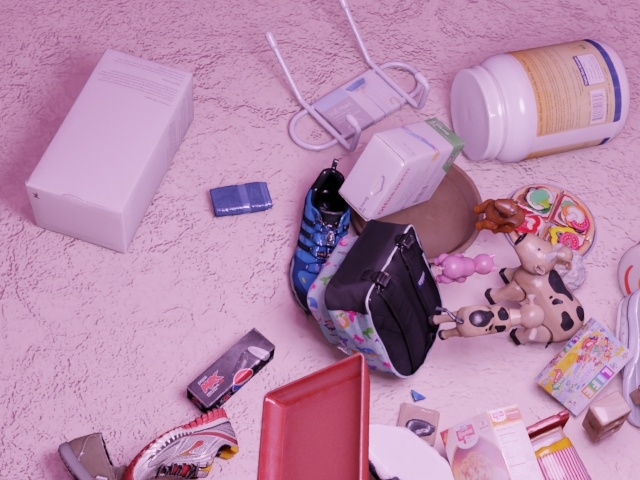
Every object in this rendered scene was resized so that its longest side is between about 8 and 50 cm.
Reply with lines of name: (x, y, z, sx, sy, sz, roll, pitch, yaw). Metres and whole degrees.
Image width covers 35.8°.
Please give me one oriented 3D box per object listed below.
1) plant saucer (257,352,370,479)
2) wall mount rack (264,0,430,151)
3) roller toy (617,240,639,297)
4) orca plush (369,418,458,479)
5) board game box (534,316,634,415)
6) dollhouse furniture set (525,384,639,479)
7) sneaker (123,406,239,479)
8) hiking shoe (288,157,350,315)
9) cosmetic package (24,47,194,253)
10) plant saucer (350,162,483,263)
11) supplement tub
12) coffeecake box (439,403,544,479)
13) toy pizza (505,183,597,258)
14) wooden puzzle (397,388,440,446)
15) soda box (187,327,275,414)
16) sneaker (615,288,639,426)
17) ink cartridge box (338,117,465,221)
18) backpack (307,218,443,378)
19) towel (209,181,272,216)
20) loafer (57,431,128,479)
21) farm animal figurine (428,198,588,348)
plant saucer: (-0.005, 0.343, 1.634, 0.048, 0.259, 0.258, 26, 51, -33)
wall mount rack: (0.054, -0.355, 2.111, 0.350, 0.130, 0.304, -34, 68, -25)
roller toy: (0.683, 0.062, 1.893, 0.146, 0.209, 0.191, -33, 33, -25)
orca plush: (0.167, 0.392, 1.686, 0.287, 0.102, 0.151, 14, 60, -22)
board game box: (0.477, 0.229, 1.793, 0.103, 0.026, 0.154, 40, 95, -16)
dollhouse furniture set: (0.512, 0.360, 1.672, 0.374, 0.152, 0.201, -24, 63, -6)
sneaker: (-0.223, 0.355, 1.635, 0.225, 0.088, 0.092, -20, 71, -43)
hiking shoe: (0.000, 0.000, 1.883, 0.113, 0.132, 0.304, 2, 58, -6)
cosmetic package: (-0.400, -0.181, 1.933, 0.197, 0.155, 0.365, 19, 59, 5)
plant saucer: (0.190, -0.065, 2.002, 0.278, 0.041, 0.277, 3, 58, -5)
supplement tub: (0.452, -0.287, 2.061, 0.316, 0.228, 0.228, -12, 61, -14)
coffeecake box: (0.284, 0.376, 1.605, 0.068, 0.142, 0.185, -6, 69, -31)
toy pizza: (0.470, -0.039, 2.025, 0.201, 0.032, 0.201, 3, 58, -5)
wooden puzzle: (0.174, 0.330, 1.773, 0.079, 0.014, 0.116, 23, 59, 2)
soda box: (-0.158, 0.234, 1.766, 0.060, 0.053, 0.169, 40, 63, 17)
sneaker: (0.601, 0.220, 1.853, 0.094, 0.091, 0.258, 9, 79, -7)
ink cartridge box: (0.156, -0.137, 1.885, 0.093, 0.154, 0.212, 45, 38, 18)
backpack: (0.109, 0.115, 1.765, 0.191, 0.253, 0.225, 0, 45, 39)
towel: (-0.159, -0.081, 1.975, 0.120, 0.029, 0.067, -8, 60, -13)
loafer: (-0.329, 0.408, 1.613, 0.087, 0.094, 0.251, -36, 69, -20)
farm animal figurine: (0.370, 0.082, 1.784, 0.327, 0.172, 0.330, 40, 56, -28)
